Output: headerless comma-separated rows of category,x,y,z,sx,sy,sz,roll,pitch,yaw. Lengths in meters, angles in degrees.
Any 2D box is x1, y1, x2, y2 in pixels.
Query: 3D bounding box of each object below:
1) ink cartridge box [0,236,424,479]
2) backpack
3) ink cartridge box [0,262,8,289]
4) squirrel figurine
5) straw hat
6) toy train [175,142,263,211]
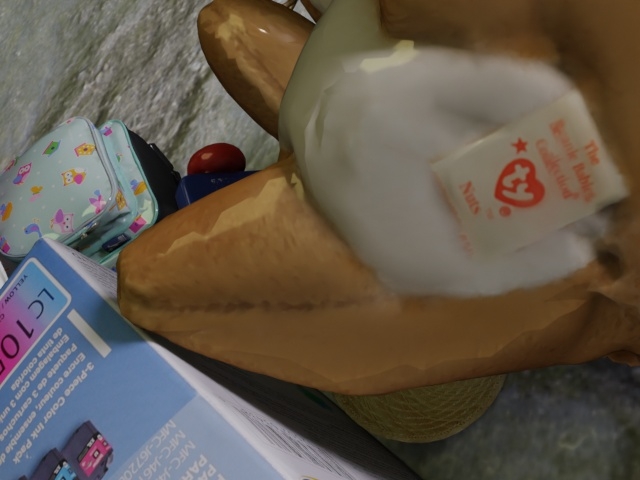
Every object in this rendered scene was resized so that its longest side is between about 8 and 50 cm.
ink cartridge box,-0.012,0.182,0.457,0.395,0.270,0.151,31,86,43
backpack,-0.228,-0.008,0.816,0.188,0.144,0.166,-40,53,12
ink cartridge box,-0.349,0.081,0.801,0.308,0.091,0.385,-40,39,46
squirrel figurine,0.122,-0.089,0.537,0.370,0.396,0.281,-83,16,-64
straw hat,0.062,0.065,0.618,0.144,0.144,0.061,-55,6,-7
toy train,0.000,0.000,0.679,0.143,0.248,0.105,-53,51,52
